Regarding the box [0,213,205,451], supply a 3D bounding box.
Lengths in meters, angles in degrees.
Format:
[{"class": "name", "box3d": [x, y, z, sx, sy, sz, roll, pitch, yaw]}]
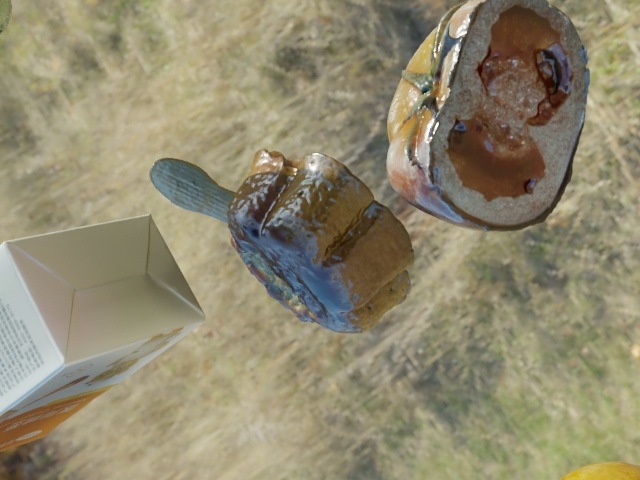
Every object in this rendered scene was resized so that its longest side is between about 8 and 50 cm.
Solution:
[{"class": "box", "box3d": [-0.327, 0.125, 1.305, 0.341, 0.225, 0.143, -37, 77, 33]}]

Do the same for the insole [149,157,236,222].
[{"class": "insole", "box3d": [-0.158, -0.062, 1.663, 0.188, 0.064, 0.004, 26, -171, -27]}]

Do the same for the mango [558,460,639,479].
[{"class": "mango", "box3d": [0.149, 0.161, 0.522, 0.178, 0.090, 0.115, 40, -152, -53]}]

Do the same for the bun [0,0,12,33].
[{"class": "bun", "box3d": [-0.446, -0.296, 1.301, 0.221, 0.108, 0.221, 16, 147, 11]}]

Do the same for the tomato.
[{"class": "tomato", "box3d": [0.138, -0.117, 1.103, 0.180, 0.214, 0.155, 24, 174, -26]}]

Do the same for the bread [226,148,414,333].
[{"class": "bread", "box3d": [-0.004, 0.003, 1.431, 0.232, 0.135, 0.247, 12, 146, 51]}]
